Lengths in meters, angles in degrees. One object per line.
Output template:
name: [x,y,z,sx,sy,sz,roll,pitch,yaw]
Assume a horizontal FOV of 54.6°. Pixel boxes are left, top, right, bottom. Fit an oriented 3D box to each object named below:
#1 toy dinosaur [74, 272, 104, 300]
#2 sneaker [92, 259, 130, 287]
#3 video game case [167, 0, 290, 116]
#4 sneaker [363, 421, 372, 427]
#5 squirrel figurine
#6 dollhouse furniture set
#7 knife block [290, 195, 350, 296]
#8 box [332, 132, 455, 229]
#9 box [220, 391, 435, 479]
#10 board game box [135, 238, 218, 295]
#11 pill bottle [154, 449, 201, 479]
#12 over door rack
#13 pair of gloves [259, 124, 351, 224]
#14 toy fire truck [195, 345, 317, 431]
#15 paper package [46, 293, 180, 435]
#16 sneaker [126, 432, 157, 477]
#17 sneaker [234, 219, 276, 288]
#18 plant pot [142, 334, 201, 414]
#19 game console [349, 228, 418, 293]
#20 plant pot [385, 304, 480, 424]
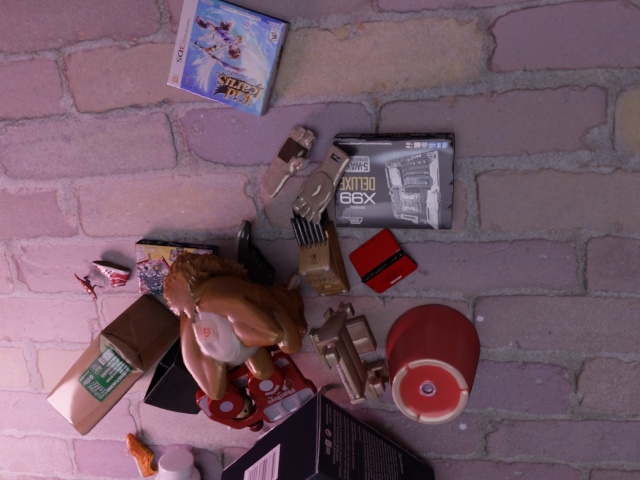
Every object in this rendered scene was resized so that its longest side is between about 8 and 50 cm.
toy dinosaur: [-0.717,0.150,1.912,0.047,0.090,0.082,-53,48,12]
sneaker: [-0.645,0.104,1.895,0.118,0.042,0.067,17,108,3]
video game case: [-0.240,-0.480,1.598,0.269,0.061,0.244,20,113,4]
sneaker: [0.059,0.593,1.904,0.192,0.064,0.086,-35,104,24]
squirrel figurine: [-0.202,0.161,1.617,0.397,0.370,0.281,43,116,15]
dollhouse furniture set: [0.042,0.359,1.672,0.173,0.355,0.303,-19,105,18]
knife block: [0.000,0.000,1.714,0.088,0.242,0.276,-10,151,16]
box: [0.189,-0.154,1.611,0.307,0.076,0.243,2,109,11]
box: [0.014,0.777,1.801,0.471,0.297,0.480,37,115,-20]
board game box: [-0.424,0.088,1.843,0.243,0.042,0.165,5,110,10]
pill bottle: [-0.470,0.839,2.056,0.152,0.152,0.272,6,110,10]
over door rack: [-0.182,0.488,1.898,0.239,0.108,0.324,45,111,-6]
pair of gloves: [-0.040,-0.175,1.605,0.240,0.042,0.204,36,102,36]
toy fire truck: [-0.184,0.439,1.776,0.302,0.169,0.254,-29,119,3]
paper package: [-0.597,0.358,1.830,0.168,0.309,0.325,43,110,-5]
sneaker: [-0.604,0.719,2.100,0.067,0.064,0.175,-23,109,-2]
sneaker: [-0.182,0.047,1.767,0.118,0.083,0.222,7,116,2]
plant pot: [-0.402,0.414,1.888,0.167,0.188,0.187,34,112,-16]
game console: [0.175,0.059,1.723,0.144,0.085,0.124,-37,129,21]
plant pot: [0.298,0.344,1.674,0.274,0.243,0.275,4,109,11]
